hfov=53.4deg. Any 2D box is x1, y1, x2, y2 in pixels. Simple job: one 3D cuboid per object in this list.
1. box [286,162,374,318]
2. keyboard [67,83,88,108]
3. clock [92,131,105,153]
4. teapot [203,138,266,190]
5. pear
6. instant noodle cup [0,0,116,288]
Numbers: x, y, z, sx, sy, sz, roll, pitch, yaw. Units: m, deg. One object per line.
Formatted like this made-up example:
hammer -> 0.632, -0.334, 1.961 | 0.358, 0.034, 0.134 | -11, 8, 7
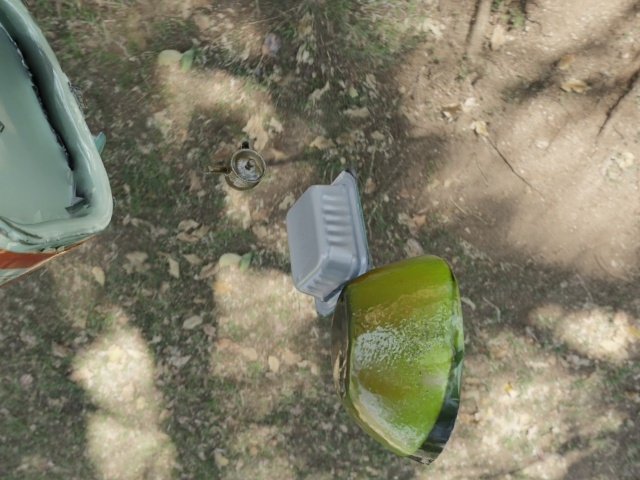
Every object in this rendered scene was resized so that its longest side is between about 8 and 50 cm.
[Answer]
box -> 0.000, 0.000, 1.579 | 0.106, 0.336, 0.264 | 10, 145, -30
keyboard -> -0.781, -0.401, 1.751 | 0.262, 0.016, 0.106 | 3, 153, -6
clock -> -0.465, -0.134, 0.954 | 0.231, 0.262, 0.116 | 26, 108, -20
teapot -> -0.155, -0.129, 1.110 | 0.110, 0.080, 0.085 | -5, 74, -29
pear -> 0.115, 0.204, 1.191 | 0.165, 0.399, 0.398 | 5, 111, -9
instant noodle cup -> -0.327, -0.032, 0.405 | 0.308, 0.294, 0.294 | -22, 110, 6
